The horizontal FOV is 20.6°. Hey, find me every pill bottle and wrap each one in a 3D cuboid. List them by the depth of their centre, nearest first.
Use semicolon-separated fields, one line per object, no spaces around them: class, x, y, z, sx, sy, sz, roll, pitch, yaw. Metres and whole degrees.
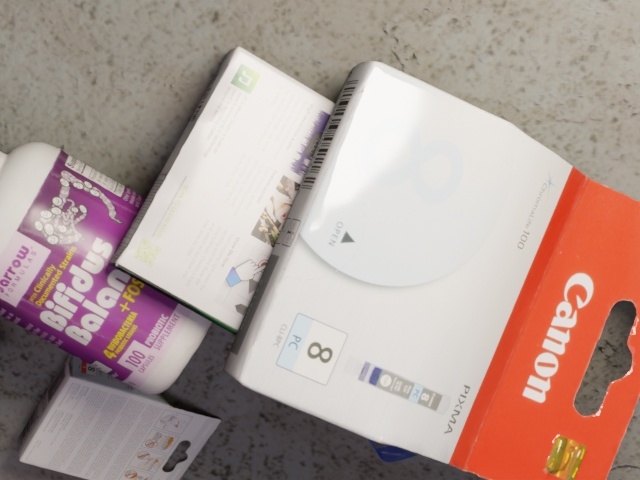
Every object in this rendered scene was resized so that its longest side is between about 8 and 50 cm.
pill bottle;-0.248;0.010;1.700;0.301;0.169;0.169;29;124;-11

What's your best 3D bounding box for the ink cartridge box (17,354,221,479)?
ink cartridge box;-0.219;0.203;1.918;0.179;0.045;0.145;17;127;-25

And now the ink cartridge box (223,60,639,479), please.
ink cartridge box;0.146;0.055;1.602;0.385;0.091;0.308;23;86;-11

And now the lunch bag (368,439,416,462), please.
lunch bag;0.096;0.185;1.824;0.098;0.065;0.067;-20;119;22

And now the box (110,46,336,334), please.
box;0.000;0.000;1.643;0.322;0.058;0.232;30;85;-10
